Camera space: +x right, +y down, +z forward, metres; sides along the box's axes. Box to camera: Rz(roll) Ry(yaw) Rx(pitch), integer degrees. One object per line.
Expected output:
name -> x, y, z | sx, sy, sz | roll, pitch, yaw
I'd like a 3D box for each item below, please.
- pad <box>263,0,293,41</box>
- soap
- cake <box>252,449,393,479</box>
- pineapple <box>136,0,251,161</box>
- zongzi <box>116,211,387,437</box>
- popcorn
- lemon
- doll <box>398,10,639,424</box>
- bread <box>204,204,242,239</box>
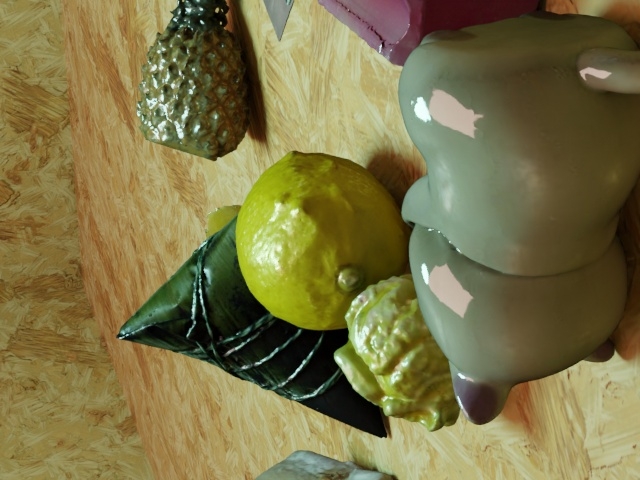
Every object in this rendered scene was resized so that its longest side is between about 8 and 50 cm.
pad -> -0.086, -0.422, 1.782 | 0.113, 0.006, 0.187 | 118, 136, -61
soap -> 0.097, -0.263, 1.162 | 0.250, 0.162, 0.099 | -131, 34, -51
cake -> -0.007, 0.517, 1.756 | 0.230, 0.237, 0.308 | 1, 105, 49
pineapple -> -0.213, -0.331, 1.938 | 0.202, 0.202, 0.361 | -146, 57, -62
zongzi -> -0.047, 0.148, 1.708 | 0.362, 0.319, 0.383 | 49, -173, 33
popcorn -> 0.115, 0.121, 1.347 | 0.167, 0.187, 0.185 | 23, 120, 18
lemon -> 0.000, 0.000, 1.491 | 0.288, 0.234, 0.233 | -116, 21, -63
doll -> 0.181, -0.043, 1.002 | 0.226, 0.215, 0.370 | 38, 137, 36
bread -> -0.155, 0.026, 2.119 | 0.173, 0.085, 0.134 | -124, 29, -46
